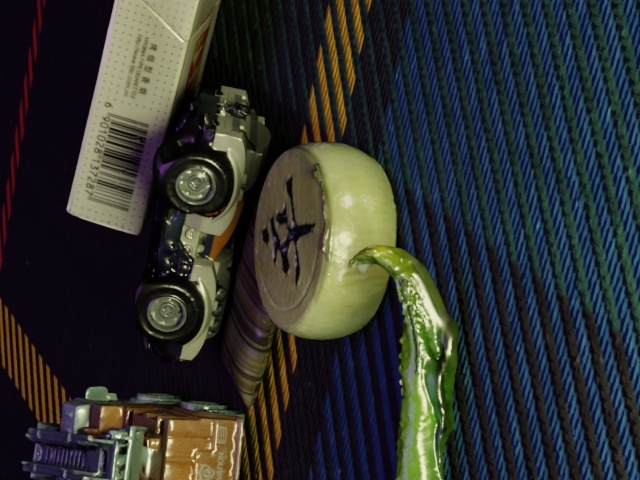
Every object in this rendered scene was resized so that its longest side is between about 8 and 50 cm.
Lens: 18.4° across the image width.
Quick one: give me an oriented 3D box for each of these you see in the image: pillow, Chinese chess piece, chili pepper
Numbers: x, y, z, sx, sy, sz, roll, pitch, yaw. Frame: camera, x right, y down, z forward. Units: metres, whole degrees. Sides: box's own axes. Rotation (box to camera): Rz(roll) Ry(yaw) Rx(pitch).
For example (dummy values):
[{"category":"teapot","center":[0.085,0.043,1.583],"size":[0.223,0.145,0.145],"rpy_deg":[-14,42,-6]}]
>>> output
[{"category":"pillow","center":[-0.064,0.062,2.059],"size":[0.113,0.038,0.203],"rpy_deg":[-120,40,-56]},{"category":"Chinese chess piece","center":[0.000,0.000,1.881],"size":[0.188,0.083,0.188],"rpy_deg":[-12,76,63]},{"category":"chili pepper","center":[0.076,0.183,1.687],"size":[0.085,0.076,0.359],"rpy_deg":[-5,84,46]}]

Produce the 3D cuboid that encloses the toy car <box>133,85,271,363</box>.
[{"category":"toy car","center":[-0.131,-0.014,2.129],"size":[0.193,0.118,0.301],"rpy_deg":[-92,12,-68]}]

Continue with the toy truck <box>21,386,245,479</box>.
[{"category":"toy truck","center":[-0.216,0.235,2.182],"size":[0.338,0.184,0.133],"rpy_deg":[-179,94,-65]}]

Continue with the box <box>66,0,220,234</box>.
[{"category":"box","center":[-0.185,-0.199,2.212],"size":[0.210,0.095,0.330],"rpy_deg":[-70,-5,-67]}]
